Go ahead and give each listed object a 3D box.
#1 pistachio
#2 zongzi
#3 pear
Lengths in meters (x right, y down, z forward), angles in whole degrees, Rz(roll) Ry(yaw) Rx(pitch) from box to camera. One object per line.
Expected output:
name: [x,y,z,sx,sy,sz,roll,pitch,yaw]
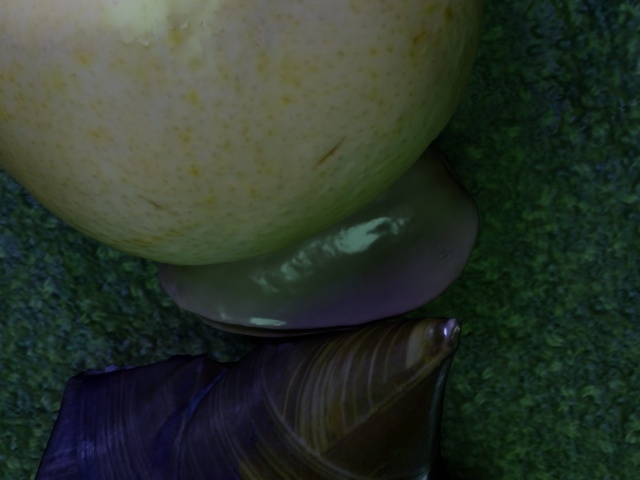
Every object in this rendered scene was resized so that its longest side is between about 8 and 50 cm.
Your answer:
pistachio: [0.000,0.000,1.227,0.206,0.131,0.129,-20,148,13]
zongzi: [0.066,0.201,1.264,0.403,0.208,0.432,36,143,-25]
pear: [-0.068,-0.143,1.026,0.309,0.309,0.309,0,124,0]
